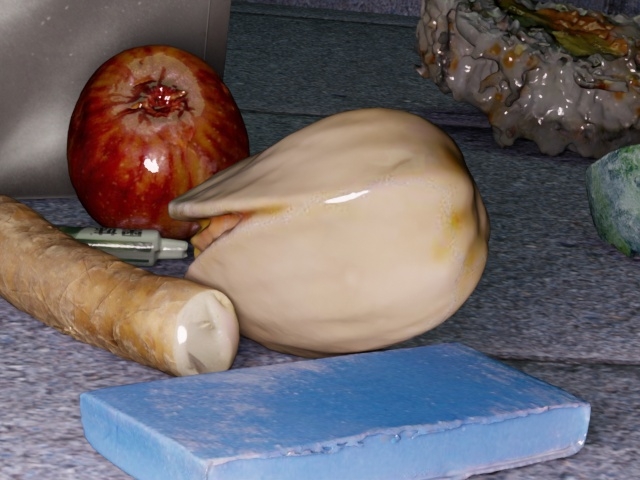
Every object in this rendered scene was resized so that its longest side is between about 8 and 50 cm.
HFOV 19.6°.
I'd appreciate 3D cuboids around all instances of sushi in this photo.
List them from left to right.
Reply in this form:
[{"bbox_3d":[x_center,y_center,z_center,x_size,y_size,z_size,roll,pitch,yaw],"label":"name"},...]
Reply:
[{"bbox_3d":[0.305,-0.217,2.398,0.417,0.176,0.417,13,15,-4],"label":"sushi"}]

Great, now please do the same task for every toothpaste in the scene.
[{"bbox_3d":[-0.214,0.003,1.561,0.204,0.031,0.049,3,14,-3],"label":"toothpaste"}]

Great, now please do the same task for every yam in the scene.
[{"bbox_3d":[-0.190,0.025,1.384,0.081,0.081,0.356,-8,20,-45],"label":"yam"}]

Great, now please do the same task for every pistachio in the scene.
[{"bbox_3d":[0.000,0.000,1.308,0.197,0.166,0.288,2,-13,-41],"label":"pistachio"}]

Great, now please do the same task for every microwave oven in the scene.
[{"bbox_3d":[-0.343,-0.205,1.919,0.374,0.236,0.432,-4,17,-34],"label":"microwave oven"}]

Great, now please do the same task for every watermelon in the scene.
[{"bbox_3d":[0.416,-0.016,1.801,0.318,0.148,0.226,-2,-9,24],"label":"watermelon"}]

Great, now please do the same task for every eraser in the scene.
[{"bbox_3d":[0.015,0.116,1.181,0.312,0.042,0.144,-4,17,-38],"label":"eraser"}]

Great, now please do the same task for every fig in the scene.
[{"bbox_3d":[-0.148,-0.061,1.662,0.175,0.207,0.175,5,49,-6],"label":"fig"}]
